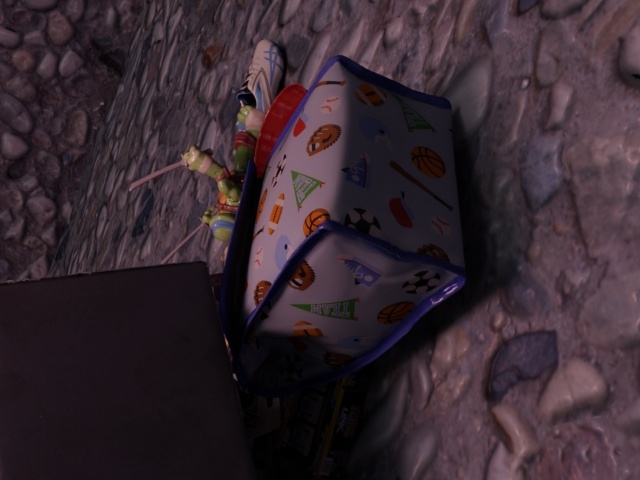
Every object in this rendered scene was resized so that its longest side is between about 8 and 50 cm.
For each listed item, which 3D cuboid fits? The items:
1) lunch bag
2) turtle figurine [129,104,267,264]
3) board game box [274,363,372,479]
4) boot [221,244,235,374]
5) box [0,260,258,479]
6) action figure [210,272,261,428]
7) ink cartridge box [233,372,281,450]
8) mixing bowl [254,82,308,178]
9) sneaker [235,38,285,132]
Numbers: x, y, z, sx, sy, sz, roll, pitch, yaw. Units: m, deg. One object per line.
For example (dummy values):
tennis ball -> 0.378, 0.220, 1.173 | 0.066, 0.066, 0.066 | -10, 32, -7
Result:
lunch bag -> 0.000, 0.000, 1.191 | 0.385, 0.239, 0.327 | -51, 24, 45
turtle figurine -> -0.199, -0.117, 1.590 | 0.275, 0.198, 0.266 | -9, 41, 34
board game box -> 0.002, 0.246, 1.258 | 0.141, 0.048, 0.170 | 8, 81, 63
boot -> -0.158, 0.122, 1.558 | 0.262, 0.095, 0.203 | -40, 43, 40
box -> -0.269, 0.355, 1.149 | 0.471, 0.297, 0.479 | 113, 145, -57
action figure -> -0.165, 0.196, 1.412 | 0.185, 0.099, 0.285 | 21, 117, 24
ink cartridge box -> -0.124, 0.292, 1.490 | 0.179, 0.045, 0.145 | -30, 47, 28
mixing bowl -> -0.029, -0.167, 1.481 | 0.181, 0.098, 0.181 | -38, 43, 47
sneaker -> -0.125, -0.318, 1.751 | 0.085, 0.086, 0.237 | -38, 42, 49
